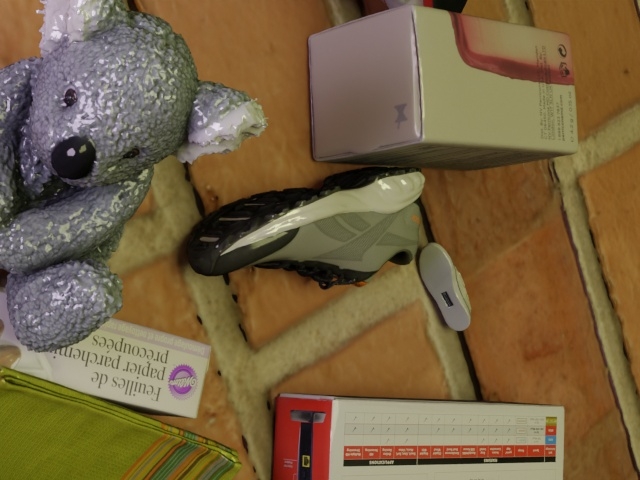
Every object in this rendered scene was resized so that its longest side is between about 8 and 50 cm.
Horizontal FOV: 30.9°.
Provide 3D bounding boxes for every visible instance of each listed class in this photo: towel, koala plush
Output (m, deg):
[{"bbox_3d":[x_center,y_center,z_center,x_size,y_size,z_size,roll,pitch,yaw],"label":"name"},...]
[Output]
[{"bbox_3d":[-0.173,0.172,0.889,0.237,0.021,0.102,30,102,-40],"label":"towel"},{"bbox_3d":[-0.162,-0.079,0.798,0.196,0.221,0.203,40,36,-13],"label":"koala plush"}]

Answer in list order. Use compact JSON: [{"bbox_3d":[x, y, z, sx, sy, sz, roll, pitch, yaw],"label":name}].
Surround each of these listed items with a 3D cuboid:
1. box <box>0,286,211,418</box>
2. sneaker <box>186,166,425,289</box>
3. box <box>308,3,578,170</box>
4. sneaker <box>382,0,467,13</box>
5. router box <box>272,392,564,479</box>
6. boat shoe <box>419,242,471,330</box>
[{"bbox_3d":[-0.230,0.072,0.858,0.324,0.067,0.063,20,74,-38],"label":"box"},{"bbox_3d":[0.000,0.000,1.049,0.271,0.100,0.108,-14,101,-41],"label":"sneaker"},{"bbox_3d":[0.122,-0.142,1.132,0.232,0.148,0.127,0,85,-42],"label":"box"},{"bbox_3d":[0.059,-0.282,1.125,0.090,0.145,0.270,-62,163,1],"label":"sneaker"},{"bbox_3d":[0.101,0.304,1.122,0.335,0.082,0.301,10,80,-41],"label":"router box"},{"bbox_3d":[0.133,0.044,1.208,0.100,0.035,0.035,63,25,-14],"label":"boat shoe"}]
